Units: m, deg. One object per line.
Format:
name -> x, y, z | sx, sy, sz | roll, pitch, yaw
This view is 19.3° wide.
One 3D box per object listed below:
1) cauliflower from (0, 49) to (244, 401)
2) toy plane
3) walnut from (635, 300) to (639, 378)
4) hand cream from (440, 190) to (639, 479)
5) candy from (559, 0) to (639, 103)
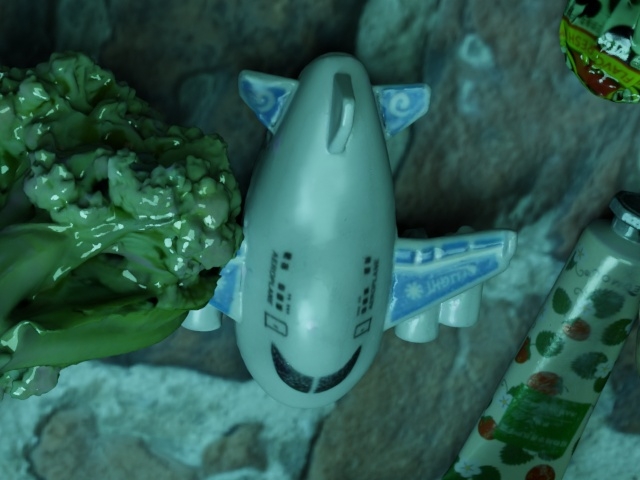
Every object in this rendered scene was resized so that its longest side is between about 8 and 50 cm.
cauliflower -> -0.175, 0.011, 1.098 | 0.256, 0.315, 0.239 | 2, 117, 16
toy plane -> 0.000, -0.002, 1.275 | 0.267, 0.122, 0.266 | -2, 118, -3
walnut -> 0.324, 0.090, 1.320 | 0.230, 0.178, 0.178 | 24, 111, -11
hand cream -> 0.178, 0.090, 1.369 | 0.095, 0.059, 0.276 | 15, 117, -14
candy -> 0.258, -0.227, 1.225 | 0.091, 0.083, 0.305 | 27, 102, -14
